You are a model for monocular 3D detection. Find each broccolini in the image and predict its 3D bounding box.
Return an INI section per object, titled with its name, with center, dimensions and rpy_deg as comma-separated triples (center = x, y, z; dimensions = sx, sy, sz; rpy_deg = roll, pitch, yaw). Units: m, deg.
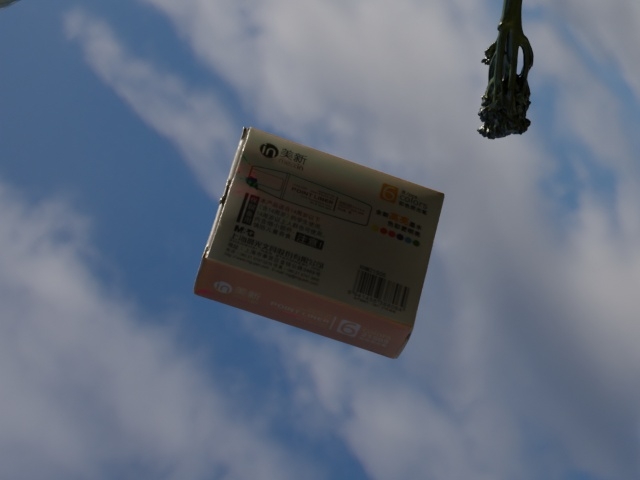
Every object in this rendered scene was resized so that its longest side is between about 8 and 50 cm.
[broccolini]
center = 0.246, -0.324, 2.042
dimensions = 0.079, 0.074, 0.392
rpy_deg = -13, -67, -48

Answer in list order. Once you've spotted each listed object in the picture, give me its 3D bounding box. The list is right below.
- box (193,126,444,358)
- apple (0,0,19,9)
[box]
center = 0.000, 0.000, 1.929
dimensions = 0.274, 0.091, 0.221
rpy_deg = 21, -126, -3
[apple]
center = -0.388, -0.371, 1.600
dimensions = 0.254, 0.292, 0.292
rpy_deg = 26, 178, 46
